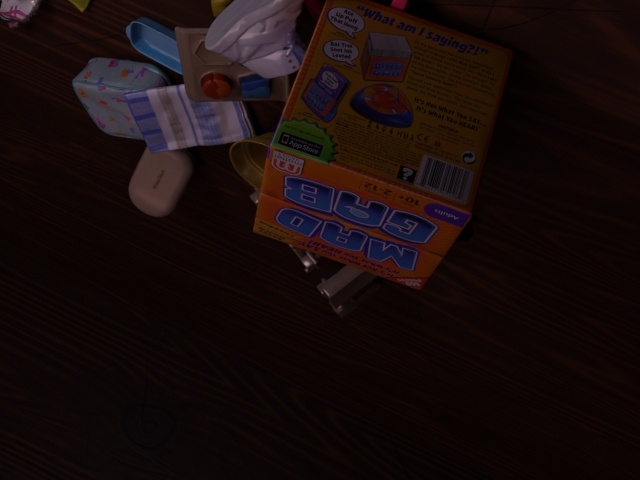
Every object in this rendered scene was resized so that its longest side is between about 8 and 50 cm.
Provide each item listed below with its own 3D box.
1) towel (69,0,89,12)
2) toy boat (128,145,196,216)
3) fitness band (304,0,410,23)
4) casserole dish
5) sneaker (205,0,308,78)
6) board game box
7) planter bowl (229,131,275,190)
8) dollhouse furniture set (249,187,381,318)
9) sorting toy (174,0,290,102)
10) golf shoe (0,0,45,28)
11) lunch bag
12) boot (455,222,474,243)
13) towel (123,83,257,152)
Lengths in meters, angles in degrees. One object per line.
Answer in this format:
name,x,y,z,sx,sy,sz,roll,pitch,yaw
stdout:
towel,-0.631,-0.626,2.077,0.237,0.021,0.102,37,153,-14
toy boat,-0.434,-0.182,2.521,0.151,0.151,0.231,31,110,-2
fitness band,0.063,-0.466,1.658,0.209,0.054,0.291,28,154,-2
casserole dish,-0.361,-0.455,2.093,0.188,0.037,0.114,29,153,3
sneaker,-0.065,-0.411,1.688,0.169,0.108,0.292,26,145,-34
board game box,0.109,-0.178,1.698,0.356,0.356,0.356,19,155,0
planter bowl,-0.108,-0.201,2.221,0.217,0.090,0.217,23,152,13
dollhouse furniture set,0.000,0.000,2.519,0.355,0.174,0.303,51,175,24
sorting toy,-0.179,-0.381,1.828,0.229,0.041,0.307,2,147,2
golf shoe,-0.746,-0.578,2.218,0.186,0.067,0.086,-3,137,47
lunch bag,-0.482,-0.353,2.303,0.279,0.108,0.224,12,150,30
boot,0.300,-0.011,2.188,0.198,0.077,0.137,24,160,40
towel,-0.309,-0.298,2.182,0.285,0.034,0.209,-6,144,6
